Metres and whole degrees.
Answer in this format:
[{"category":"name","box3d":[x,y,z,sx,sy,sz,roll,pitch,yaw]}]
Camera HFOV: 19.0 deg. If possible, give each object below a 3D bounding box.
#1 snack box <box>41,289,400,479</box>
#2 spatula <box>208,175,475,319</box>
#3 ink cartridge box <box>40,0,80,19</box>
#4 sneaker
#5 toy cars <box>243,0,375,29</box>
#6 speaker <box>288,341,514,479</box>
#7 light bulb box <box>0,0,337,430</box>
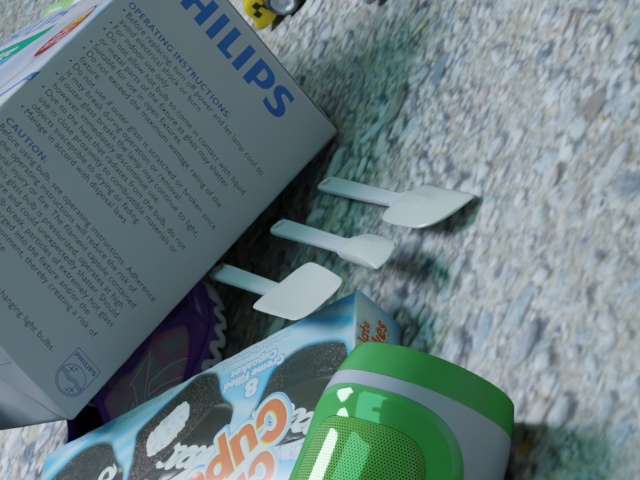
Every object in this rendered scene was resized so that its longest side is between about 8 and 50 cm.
[{"category":"snack box","box3d":[-0.082,0.182,1.386,0.322,0.060,0.187,-29,38,29]},{"category":"spatula","box3d":[0.000,0.000,1.469,0.168,0.019,0.242,-39,20,-15]},{"category":"ink cartridge box","box3d":[-0.280,-0.120,2.071,0.198,0.114,0.273,4,66,63]},{"category":"sneaker","box3d":[-0.158,0.125,1.600,0.095,0.104,0.236,-21,44,55]},{"category":"toy cars","box3d":[0.022,-0.301,1.746,0.393,0.087,0.176,-2,61,61]},{"category":"speaker","box3d":[0.018,0.217,1.154,0.131,0.131,0.297,-7,56,59]},{"category":"light bulb box","box3d":[-0.243,-0.031,1.657,0.361,0.225,0.358,-49,18,-29]}]
